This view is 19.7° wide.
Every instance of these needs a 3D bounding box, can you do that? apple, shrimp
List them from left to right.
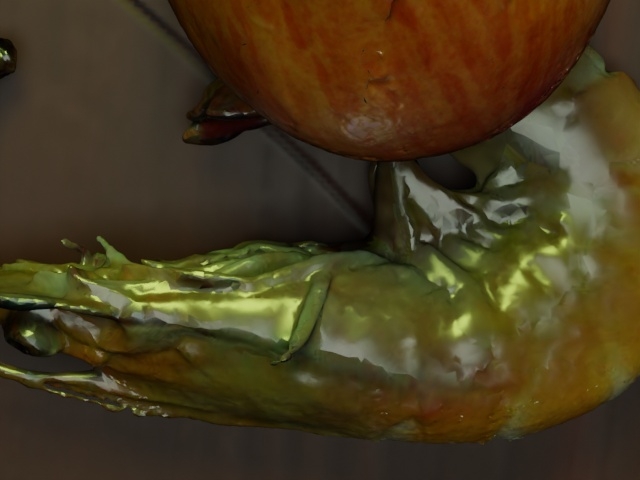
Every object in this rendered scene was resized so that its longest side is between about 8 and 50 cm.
[{"bbox_3d":[0.000,0.000,0.595,0.248,0.068,0.150,-9,91,-7],"label":"shrimp"},{"bbox_3d":[0.018,-0.097,0.524,0.146,0.146,0.146,-1,103,-4],"label":"apple"}]

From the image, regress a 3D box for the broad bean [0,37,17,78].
[{"bbox_3d":[-0.201,-0.073,0.569,0.213,0.048,0.070,11,99,-6],"label":"broad bean"}]
